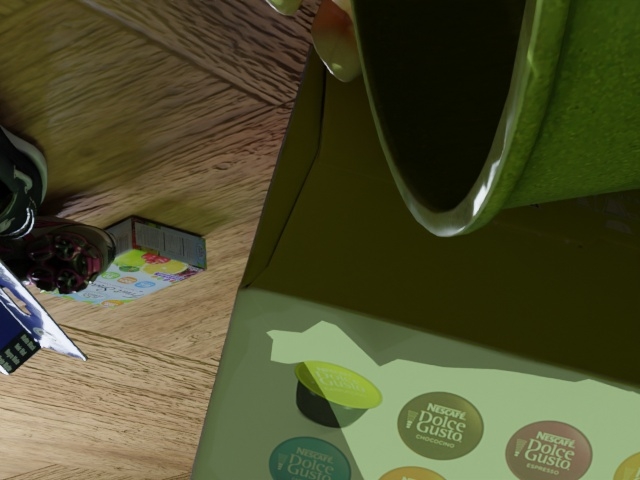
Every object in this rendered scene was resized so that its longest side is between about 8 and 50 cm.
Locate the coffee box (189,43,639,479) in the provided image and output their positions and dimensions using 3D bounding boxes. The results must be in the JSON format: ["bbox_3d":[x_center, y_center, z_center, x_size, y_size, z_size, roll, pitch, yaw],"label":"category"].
[{"bbox_3d":[0.097,0.106,1.003,0.338,0.338,0.334,15,123,-1],"label":"coffee box"}]

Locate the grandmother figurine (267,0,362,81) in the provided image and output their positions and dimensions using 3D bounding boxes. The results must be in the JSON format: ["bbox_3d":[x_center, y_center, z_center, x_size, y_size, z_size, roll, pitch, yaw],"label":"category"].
[{"bbox_3d":[0.118,-0.218,0.762,0.342,0.104,0.208,-25,133,30],"label":"grandmother figurine"}]

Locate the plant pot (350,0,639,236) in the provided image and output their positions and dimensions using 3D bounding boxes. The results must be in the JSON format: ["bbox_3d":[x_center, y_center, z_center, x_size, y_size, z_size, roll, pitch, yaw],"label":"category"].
[{"bbox_3d":[0.199,-0.197,0.481,0.353,0.366,0.366,-4,159,-7],"label":"plant pot"}]

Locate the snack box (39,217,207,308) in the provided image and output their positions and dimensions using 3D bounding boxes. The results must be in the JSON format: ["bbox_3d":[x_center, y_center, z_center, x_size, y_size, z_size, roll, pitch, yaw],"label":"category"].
[{"bbox_3d":[-0.196,0.025,1.387,0.141,0.037,0.100,-22,153,35],"label":"snack box"}]

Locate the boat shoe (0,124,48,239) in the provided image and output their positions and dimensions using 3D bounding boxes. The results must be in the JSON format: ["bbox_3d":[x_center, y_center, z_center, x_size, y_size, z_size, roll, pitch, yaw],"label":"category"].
[{"bbox_3d":[-0.283,-0.050,1.092,0.114,0.091,0.302,-7,159,3],"label":"boat shoe"}]

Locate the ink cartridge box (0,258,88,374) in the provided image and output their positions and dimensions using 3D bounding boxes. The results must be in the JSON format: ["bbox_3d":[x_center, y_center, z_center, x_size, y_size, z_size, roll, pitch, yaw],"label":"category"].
[{"bbox_3d":[-0.334,0.039,1.187,0.224,0.045,0.223,19,158,23],"label":"ink cartridge box"}]

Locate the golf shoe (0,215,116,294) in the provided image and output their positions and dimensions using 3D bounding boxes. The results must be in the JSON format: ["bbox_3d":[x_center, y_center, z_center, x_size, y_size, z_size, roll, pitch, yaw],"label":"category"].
[{"bbox_3d":[-0.279,0.010,1.281,0.186,0.067,0.086,7,-163,10],"label":"golf shoe"}]
